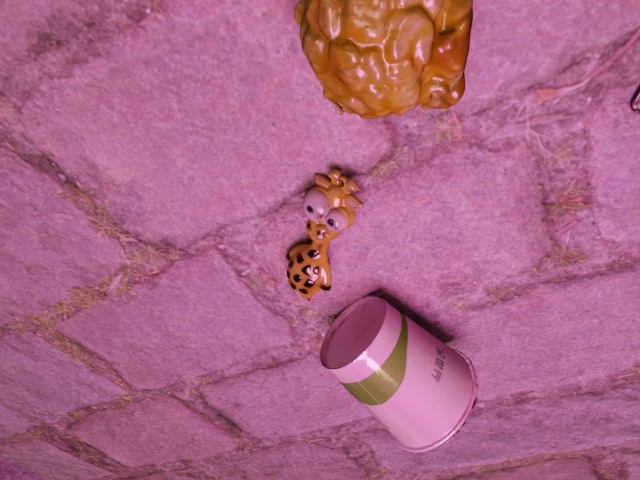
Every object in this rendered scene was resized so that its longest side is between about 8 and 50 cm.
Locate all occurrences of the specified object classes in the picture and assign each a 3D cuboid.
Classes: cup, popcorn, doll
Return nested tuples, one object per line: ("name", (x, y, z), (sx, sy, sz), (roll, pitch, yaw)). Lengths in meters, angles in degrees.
("cup", (0.157, 0.271, 1.002), (0.253, 0.253, 0.274), (-35, 113, 30))
("popcorn", (0.092, -0.259, 0.573), (0.251, 0.206, 0.237), (18, 117, -25))
("doll", (-0.001, 0.001, 0.875), (0.117, 0.086, 0.291), (34, 131, 15))

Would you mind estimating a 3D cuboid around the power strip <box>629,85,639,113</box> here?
("power strip", (0.602, -0.242, 0.603), (0.251, 0.092, 0.257), (7, 135, -5))
